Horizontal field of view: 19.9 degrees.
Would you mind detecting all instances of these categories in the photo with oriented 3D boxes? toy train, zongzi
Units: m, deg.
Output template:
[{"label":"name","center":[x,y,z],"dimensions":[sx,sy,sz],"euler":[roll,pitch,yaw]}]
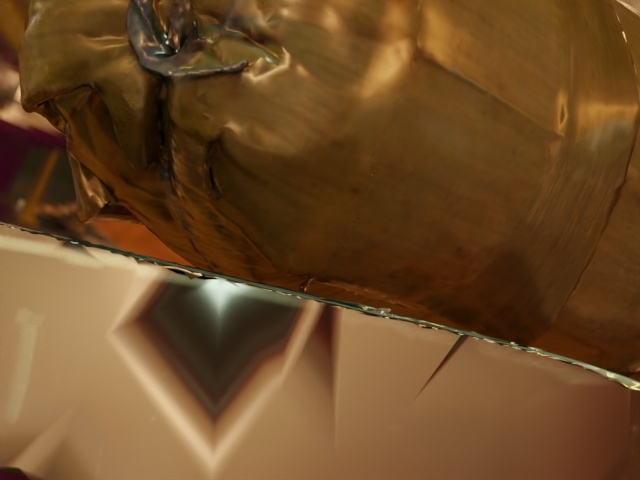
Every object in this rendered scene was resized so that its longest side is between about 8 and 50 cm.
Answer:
[{"label":"toy train","center":[-0.013,0.036,0.394],"dimensions":[0.252,0.055,0.048],"euler":[14,-4,4]},{"label":"zongzi","center":[-0.032,-0.055,0.544],"dimensions":[0.274,0.125,0.251],"euler":[22,-1,38]}]
